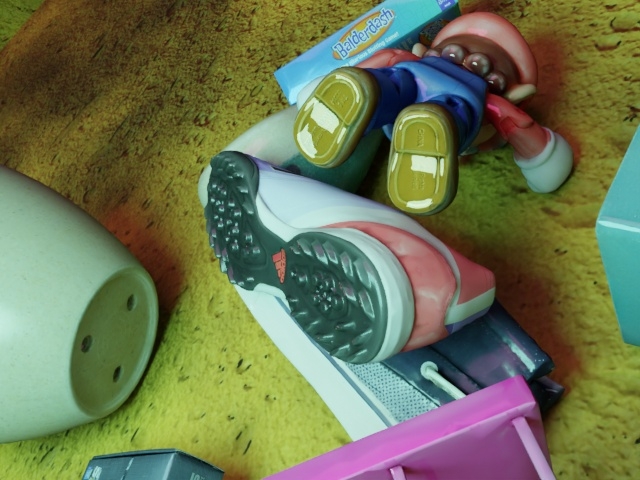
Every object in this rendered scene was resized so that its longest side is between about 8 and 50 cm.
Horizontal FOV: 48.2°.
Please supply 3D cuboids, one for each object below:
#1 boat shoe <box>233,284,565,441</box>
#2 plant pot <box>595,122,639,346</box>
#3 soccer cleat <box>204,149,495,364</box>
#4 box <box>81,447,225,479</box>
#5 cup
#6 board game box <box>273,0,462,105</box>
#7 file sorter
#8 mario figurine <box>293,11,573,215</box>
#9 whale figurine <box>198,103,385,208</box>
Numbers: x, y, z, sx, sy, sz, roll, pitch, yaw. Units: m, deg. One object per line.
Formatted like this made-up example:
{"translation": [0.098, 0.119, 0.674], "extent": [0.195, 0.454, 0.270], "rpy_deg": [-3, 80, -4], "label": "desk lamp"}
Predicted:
{"translation": [0.051, 0.076, 0.625], "extent": [0.158, 0.127, 0.340], "rpy_deg": [-39, 48, -6], "label": "boat shoe"}
{"translation": [0.324, -0.005, 0.440], "extent": [0.234, 0.166, 0.166], "rpy_deg": [17, 67, 37], "label": "plant pot"}
{"translation": [0.000, 0.000, 0.584], "extent": [0.318, 0.116, 0.109], "rpy_deg": [32, 122, 54], "label": "soccer cleat"}
{"translation": [-0.186, 0.302, 0.614], "extent": [0.183, 0.059, 0.233], "rpy_deg": [-20, 44, 47], "label": "box"}
{"translation": [-0.324, 0.085, 0.794], "extent": [0.236, 0.331, 0.331], "rpy_deg": [11, 60, 16], "label": "cup"}
{"translation": [0.065, -0.222, 0.841], "extent": [0.210, 0.160, 0.047], "rpy_deg": [-29, 86, 14], "label": "board game box"}
{"translation": [0.023, 0.247, 0.381], "extent": [0.290, 0.202, 0.182], "rpy_deg": [-23, 45, 3], "label": "file sorter"}
{"translation": [0.106, -0.095, 0.651], "extent": [0.170, 0.198, 0.320], "rpy_deg": [-29, 2, 36], "label": "mario figurine"}
{"translation": [0.002, -0.082, 0.796], "extent": [0.272, 0.141, 0.216], "rpy_deg": [-32, 4, -21], "label": "whale figurine"}
